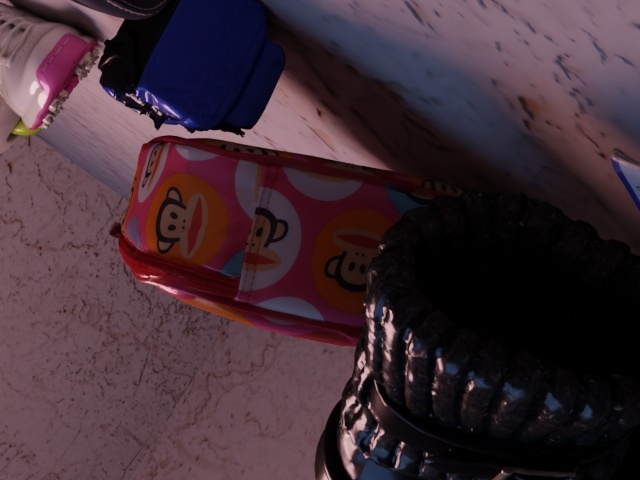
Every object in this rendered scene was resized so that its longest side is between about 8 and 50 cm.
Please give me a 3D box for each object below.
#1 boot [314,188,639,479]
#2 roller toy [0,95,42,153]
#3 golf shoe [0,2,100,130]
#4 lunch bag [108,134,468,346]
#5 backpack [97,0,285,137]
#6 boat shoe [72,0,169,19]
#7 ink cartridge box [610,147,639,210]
[{"bbox_3d":[0.174,0.099,0.635,0.348,0.131,0.260,4,143,-11],"label":"boot"},{"bbox_3d":[-0.467,-0.201,1.366,0.191,0.209,0.146,64,173,4],"label":"roller toy"},{"bbox_3d":[-0.323,-0.195,1.151,0.140,0.115,0.306,38,171,-18],"label":"golf shoe"},{"bbox_3d":[0.000,0.000,0.798,0.293,0.120,0.258,14,-178,-18],"label":"lunch bag"},{"bbox_3d":[-0.089,-0.116,0.708,0.101,0.098,0.120,35,171,-29],"label":"backpack"},{"bbox_3d":[-0.124,-0.174,0.550,0.065,0.075,0.206,31,169,31],"label":"boat shoe"},{"bbox_3d":[0.257,0.036,0.463,0.224,0.045,0.223,31,174,40],"label":"ink cartridge box"}]
